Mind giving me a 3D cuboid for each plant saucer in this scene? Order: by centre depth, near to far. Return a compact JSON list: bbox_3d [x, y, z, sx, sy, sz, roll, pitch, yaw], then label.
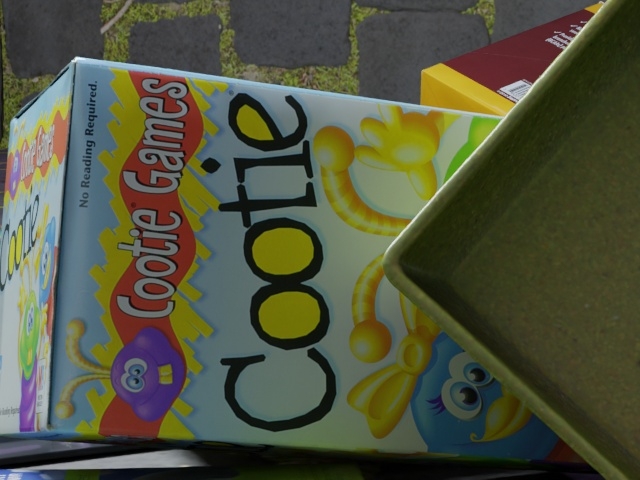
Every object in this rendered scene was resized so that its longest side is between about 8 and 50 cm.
[{"bbox_3d":[0.142,0.011,0.716,0.188,0.188,0.045,-48,1,-19],"label":"plant saucer"}]

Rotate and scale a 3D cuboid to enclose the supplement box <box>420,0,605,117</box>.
[{"bbox_3d":[0.209,-0.069,1.419,0.194,0.129,0.191,-23,39,-31],"label":"supplement box"}]

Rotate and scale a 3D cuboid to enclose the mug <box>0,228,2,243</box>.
[{"bbox_3d":[-0.229,0.043,1.051,0.097,0.157,0.129,2,-18,0],"label":"mug"}]

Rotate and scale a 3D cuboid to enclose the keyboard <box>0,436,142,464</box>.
[{"bbox_3d":[-0.148,0.094,0.965,0.180,0.023,0.108,-3,6,-26],"label":"keyboard"}]

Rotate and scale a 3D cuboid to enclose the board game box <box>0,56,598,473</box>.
[{"bbox_3d":[0.011,0.022,0.781,0.275,0.142,0.144,6,-8,-18],"label":"board game box"}]

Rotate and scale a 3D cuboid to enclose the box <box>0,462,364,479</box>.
[{"bbox_3d":[-0.069,0.114,0.686,0.178,0.042,0.109,-1,6,-5],"label":"box"}]
